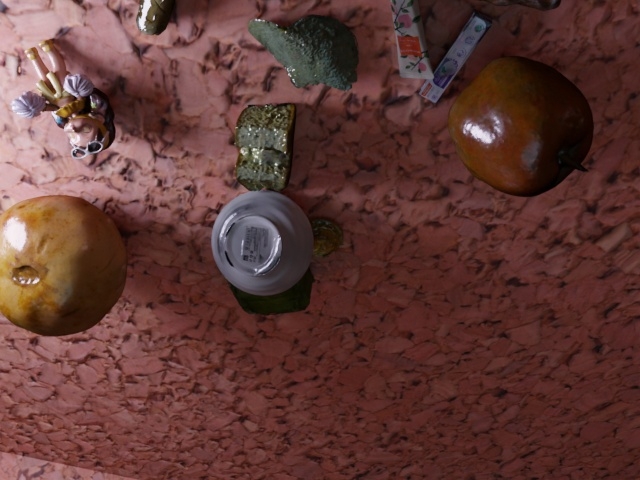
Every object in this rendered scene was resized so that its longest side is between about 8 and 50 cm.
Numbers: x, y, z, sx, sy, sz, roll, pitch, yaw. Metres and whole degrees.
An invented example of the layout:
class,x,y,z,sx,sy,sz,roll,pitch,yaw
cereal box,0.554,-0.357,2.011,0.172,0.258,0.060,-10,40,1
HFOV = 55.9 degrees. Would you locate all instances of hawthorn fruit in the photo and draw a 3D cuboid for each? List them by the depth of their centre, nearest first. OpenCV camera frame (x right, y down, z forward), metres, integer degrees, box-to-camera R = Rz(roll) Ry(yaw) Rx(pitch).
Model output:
class,x,y,z,sx,sy,sz,roll,pitch,yaw
hawthorn fruit,0.407,-0.212,1.200,0.267,0.301,0.268,-16,131,-20

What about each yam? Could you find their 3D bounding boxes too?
class,x,y,z,sx,sy,sz,roll,pitch,yaw
yam,-0.269,-0.516,1.072,0.067,0.071,0.317,-22,152,-44

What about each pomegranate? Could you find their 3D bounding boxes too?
class,x,y,z,sx,sy,sz,roll,pitch,yaw
pomegranate,-0.611,0.052,1.436,0.337,0.338,0.338,0,132,-1

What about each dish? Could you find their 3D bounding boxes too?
class,x,y,z,sx,sy,sz,roll,pitch,yaw
dish,-0.150,0.009,1.437,0.260,0.085,0.261,1,95,11

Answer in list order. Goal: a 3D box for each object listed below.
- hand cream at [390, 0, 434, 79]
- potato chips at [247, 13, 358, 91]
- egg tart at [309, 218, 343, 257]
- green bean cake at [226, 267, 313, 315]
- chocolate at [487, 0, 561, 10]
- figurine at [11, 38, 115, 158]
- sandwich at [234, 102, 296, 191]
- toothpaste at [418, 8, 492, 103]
class,x,y,z,sx,sy,sz,roll,pitch,yaw
hand cream,0.172,-0.420,1.177,0.080,0.050,0.234,15,141,34
potato chips,-0.033,-0.382,1.206,0.228,0.059,0.167,2,141,-2
egg tart,0.000,0.000,1.549,0.130,0.052,0.130,-1,129,-1
green bean cake,-0.132,0.104,1.588,0.200,0.113,0.214,-8,139,13
chocolate,0.359,-0.495,1.086,0.213,0.093,0.148,4,133,-4
figurine,-0.518,-0.286,1.243,0.174,0.116,0.240,-20,123,13
sandwich,-0.120,-0.179,1.340,0.122,0.128,0.236,7,131,3
toothpaste,0.271,-0.373,1.229,0.047,0.040,0.196,23,127,-15
